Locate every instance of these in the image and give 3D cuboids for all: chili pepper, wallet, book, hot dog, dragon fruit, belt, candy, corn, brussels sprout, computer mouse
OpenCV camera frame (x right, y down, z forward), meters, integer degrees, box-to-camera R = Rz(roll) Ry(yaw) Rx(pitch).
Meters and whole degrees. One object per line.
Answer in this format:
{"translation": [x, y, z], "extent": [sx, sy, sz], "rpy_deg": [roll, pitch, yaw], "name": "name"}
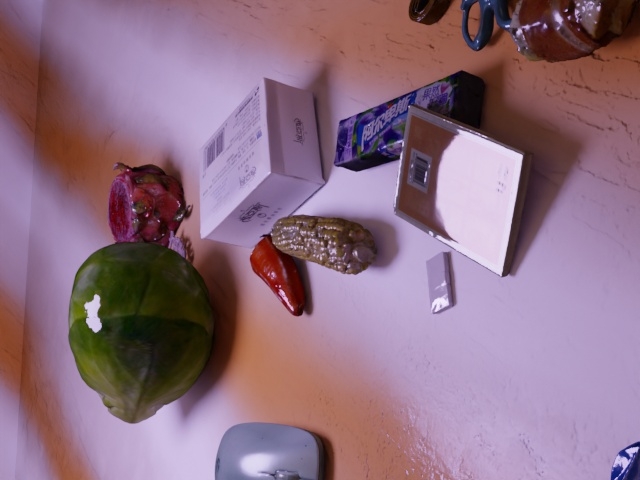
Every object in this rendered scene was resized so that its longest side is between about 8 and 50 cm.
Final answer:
{"translation": [-0.067, 0.074, 1.715], "extent": [0.169, 0.064, 0.088], "rpy_deg": [57, 140, 43], "name": "chili pepper"}
{"translation": [0.166, 0.059, 1.368], "extent": [0.044, 0.011, 0.083], "rpy_deg": [-34, 52, 50], "name": "wallet"}
{"translation": [0.184, -0.074, 1.313], "extent": [0.241, 0.018, 0.170], "rpy_deg": [35, 125, 50], "name": "book"}
{"translation": [0.315, -0.279, 1.145], "extent": [0.146, 0.103, 0.213], "rpy_deg": [-60, 23, -11], "name": "hot dog"}
{"translation": [-0.420, -0.079, 2.279], "extent": [0.282, 0.147, 0.211], "rpy_deg": [1, 81, 61], "name": "dragon fruit"}
{"translation": [0.171, -0.369, 1.487], "extent": [0.059, 0.036, 0.083], "rpy_deg": [52, 125, 45], "name": "belt"}
{"translation": [0.126, -0.171, 1.467], "extent": [0.312, 0.061, 0.088], "rpy_deg": [-14, 66, 57], "name": "candy"}
{"translation": [0.000, 0.000, 1.597], "extent": [0.288, 0.086, 0.087], "rpy_deg": [13, 91, 61], "name": "corn"}
{"translation": [-0.359, 0.185, 1.949], "extent": [0.281, 0.289, 0.355], "rpy_deg": [-111, 29, -63], "name": "brussels sprout"}
{"translation": [-0.100, 0.384, 1.625], "extent": [0.288, 0.097, 0.160], "rpy_deg": [-11, 69, 59], "name": "computer mouse"}

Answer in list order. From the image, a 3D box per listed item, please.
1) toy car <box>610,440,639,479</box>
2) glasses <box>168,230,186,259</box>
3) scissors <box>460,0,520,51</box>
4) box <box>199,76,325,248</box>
{"translation": [0.315, 0.306, 0.978], "extent": [0.103, 0.063, 0.216], "rpy_deg": [26, 103, 58], "name": "toy car"}
{"translation": [-0.355, 0.101, 2.160], "extent": [0.162, 0.095, 0.256], "rpy_deg": [-25, 60, 45], "name": "glasses"}
{"translation": [0.241, -0.414, 1.375], "extent": [0.138, 0.041, 0.289], "rpy_deg": [-23, 64, 53], "name": "scissors"}
{"translation": [-0.118, -0.137, 1.812], "extent": [0.274, 0.116, 0.203], "rpy_deg": [-40, 47, 47], "name": "box"}
